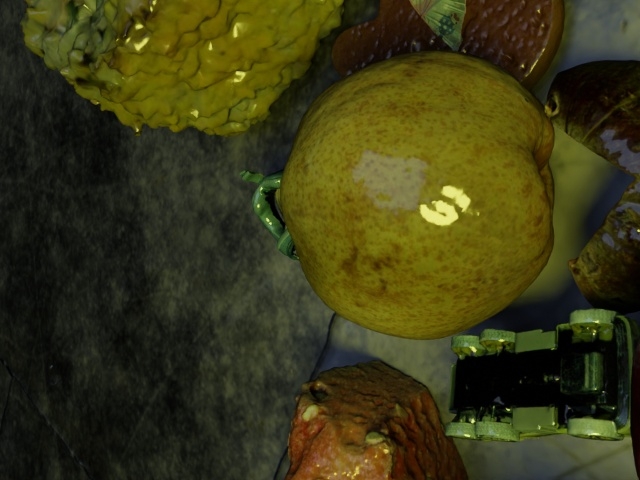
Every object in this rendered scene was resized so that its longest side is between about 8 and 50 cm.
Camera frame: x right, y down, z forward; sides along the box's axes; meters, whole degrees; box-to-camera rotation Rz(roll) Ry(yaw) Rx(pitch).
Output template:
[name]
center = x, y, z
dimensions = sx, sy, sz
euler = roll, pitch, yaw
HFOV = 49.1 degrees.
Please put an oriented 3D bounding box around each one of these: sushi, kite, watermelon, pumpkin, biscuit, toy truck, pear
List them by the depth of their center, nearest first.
[pumpkin]
center = 0.231, -0.045, 0.479
dimensions = 0.107, 0.119, 0.184
euler = -18, 81, 53
[toy truck]
center = 0.183, 0.113, 0.526
dimensions = 0.191, 0.116, 0.085
euler = -28, 52, 57
[pear]
center = 0.085, -0.031, 0.552
dimensions = 0.211, 0.188, 0.229
euler = -4, 113, 41
[kite]
center = 0.130, -0.232, 0.608
dimensions = 0.152, 0.005, 0.137
euler = 10, 95, 40
[watermelon]
center = 0.056, 0.221, 0.622
dimensions = 0.139, 0.192, 0.257
euler = -28, 57, 39
[biscuit]
center = 0.110, -0.173, 0.647
dimensions = 0.236, 0.039, 0.180
euler = -14, 78, 41
[sushi]
center = -0.153, -0.321, 0.762
dimensions = 0.396, 0.240, 0.351
euler = -47, 59, 29

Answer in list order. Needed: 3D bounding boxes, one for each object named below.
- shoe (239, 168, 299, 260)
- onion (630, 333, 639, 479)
[shoe]
center = 0.000, 0.000, 0.705
dimensions = 0.207, 0.106, 0.091
euler = 49, 122, 25
[onion]
center = 0.282, 0.106, 0.317
dimensions = 0.260, 0.281, 0.337
euler = -21, 75, 37
